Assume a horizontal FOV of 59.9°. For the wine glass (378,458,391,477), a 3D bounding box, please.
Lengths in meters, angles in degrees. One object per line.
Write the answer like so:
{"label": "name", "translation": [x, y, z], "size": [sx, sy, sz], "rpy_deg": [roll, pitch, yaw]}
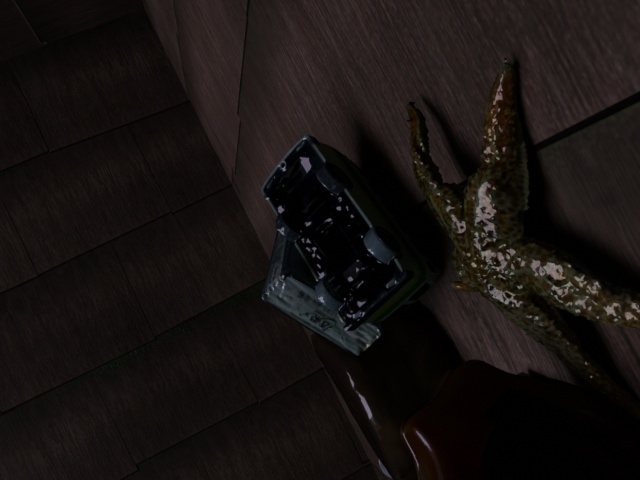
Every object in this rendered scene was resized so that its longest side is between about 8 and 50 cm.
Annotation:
{"label": "wine glass", "translation": [0.232, 0.573, 1.349], "size": [0.196, 0.165, 0.164], "rpy_deg": [-131, 17, -77]}

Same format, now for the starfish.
{"label": "starfish", "translation": [0.185, 0.005, 0.532], "size": [0.358, 0.078, 0.347], "rpy_deg": [35, 147, 66]}

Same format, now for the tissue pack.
{"label": "tissue pack", "translation": [0.008, 0.050, 0.929], "size": [0.185, 0.081, 0.257], "rpy_deg": [32, -153, -15]}

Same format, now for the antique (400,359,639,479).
{"label": "antique", "translation": [0.210, 0.239, 0.523], "size": [0.278, 0.224, 0.129], "rpy_deg": [49, 158, 17]}

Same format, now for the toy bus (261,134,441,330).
{"label": "toy bus", "translation": [0.045, -0.013, 0.833], "size": [0.165, 0.133, 0.276], "rpy_deg": [9, -137, -51]}

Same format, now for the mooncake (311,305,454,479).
{"label": "mooncake", "translation": [0.135, 0.264, 1.008], "size": [0.324, 0.187, 0.324], "rpy_deg": [59, 169, 18]}

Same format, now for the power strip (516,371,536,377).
{"label": "power strip", "translation": [0.280, 0.269, 0.697], "size": [0.215, 0.061, 0.145], "rpy_deg": [66, 167, -7]}
